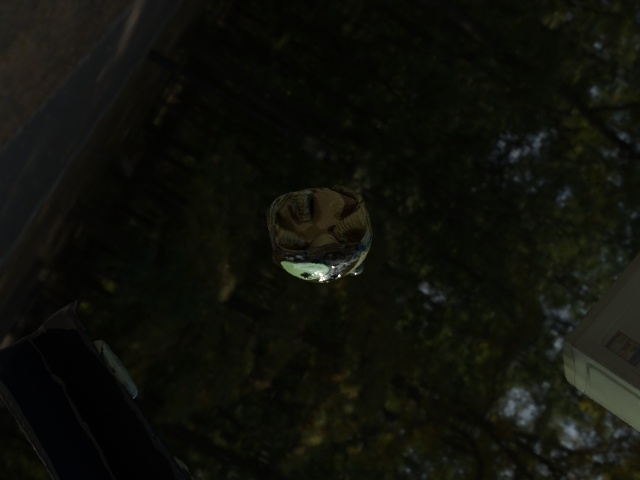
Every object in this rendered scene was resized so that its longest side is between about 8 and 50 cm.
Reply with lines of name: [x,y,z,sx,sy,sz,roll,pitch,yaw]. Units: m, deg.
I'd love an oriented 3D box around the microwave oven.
microwave oven: [0.373,0.095,1.092,0.205,0.163,0.129,-46,152,-13]

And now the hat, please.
hat: [0.000,0.001,0.802,0.059,0.077,0.076,86,-6,-50]

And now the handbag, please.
handbag: [-0.210,0.244,1.086,0.122,0.303,0.329,-32,165,-16]
